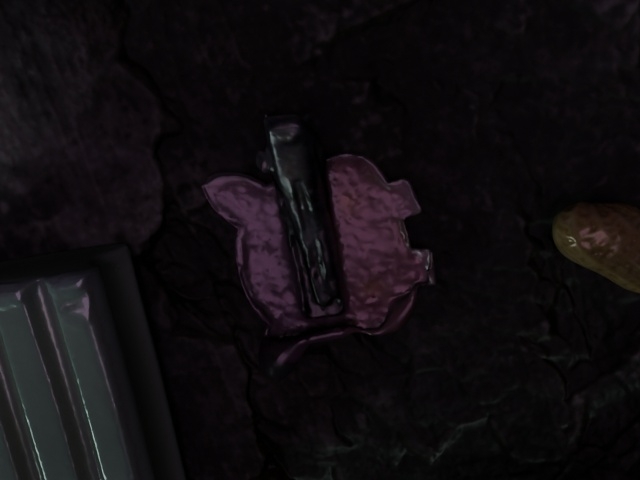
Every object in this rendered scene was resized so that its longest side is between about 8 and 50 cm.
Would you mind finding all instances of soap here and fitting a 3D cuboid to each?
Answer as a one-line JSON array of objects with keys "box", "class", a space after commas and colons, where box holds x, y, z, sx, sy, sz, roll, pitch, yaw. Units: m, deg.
[{"box": [-0.196, 0.148, 0.487, 0.160, 0.087, 0.265, -9, 103, 6], "class": "soap"}]

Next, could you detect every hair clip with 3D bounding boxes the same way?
[{"box": [0.000, -0.003, 0.461, 0.146, 0.056, 0.187, -15, 110, 7], "class": "hair clip"}]

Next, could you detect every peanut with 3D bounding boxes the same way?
[{"box": [0.210, 0.006, 0.442, 0.113, 0.054, 0.054, 23, 104, -4], "class": "peanut"}]
